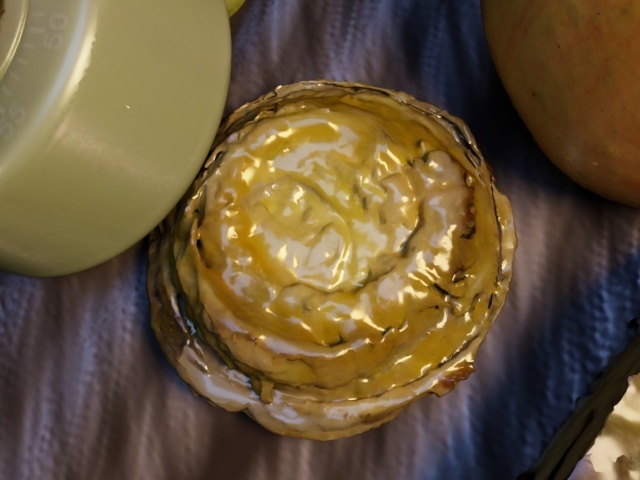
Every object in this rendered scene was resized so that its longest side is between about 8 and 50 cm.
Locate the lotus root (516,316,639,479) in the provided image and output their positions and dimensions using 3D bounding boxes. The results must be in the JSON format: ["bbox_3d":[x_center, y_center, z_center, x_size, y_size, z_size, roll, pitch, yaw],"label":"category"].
[{"bbox_3d":[0.268,0.156,0.395,0.260,0.149,0.267,39,71,17],"label":"lotus root"}]

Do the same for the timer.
[{"bbox_3d":[-0.249,-0.138,0.419,0.290,0.315,0.291,-4,80,23],"label":"timer"}]

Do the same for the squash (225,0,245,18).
[{"bbox_3d":[-0.082,-0.332,0.586,0.203,0.111,0.289,-39,70,28],"label":"squash"}]

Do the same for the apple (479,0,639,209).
[{"bbox_3d":[0.261,-0.181,0.432,0.318,0.277,0.319,0,73,0],"label":"apple"}]

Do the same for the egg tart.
[{"bbox_3d":[0.000,0.000,0.511,0.278,0.095,0.279,-2,76,7],"label":"egg tart"}]
